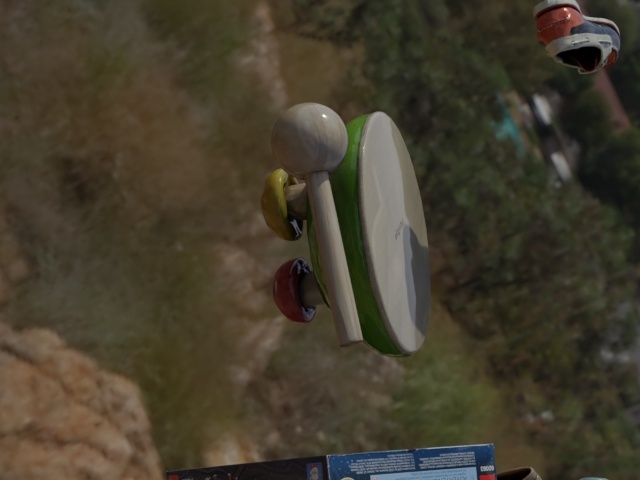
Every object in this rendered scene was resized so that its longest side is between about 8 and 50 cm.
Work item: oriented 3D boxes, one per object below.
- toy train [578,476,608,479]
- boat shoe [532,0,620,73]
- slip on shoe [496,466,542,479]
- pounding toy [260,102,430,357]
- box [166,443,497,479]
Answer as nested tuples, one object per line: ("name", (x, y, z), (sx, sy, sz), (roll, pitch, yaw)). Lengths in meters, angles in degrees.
("toy train", (0.198, 0.204, 0.834), (0.190, 0.334, 0.142), (14, 74, -45))
("boat shoe", (0.205, -0.153, 1.152), (0.137, 0.049, 0.043), (15, 56, -61))
("slip on shoe", (0.151, 0.248, 1.427), (0.051, 0.135, 0.041), (-66, 140, -54))
("pounding toy", (0.000, 0.000, 1.076), (0.237, 0.110, 0.183), (13, 69, -72))
("box", (0.004, 0.193, 1.163), (0.159, 0.233, 0.044), (1, 79, -35))
